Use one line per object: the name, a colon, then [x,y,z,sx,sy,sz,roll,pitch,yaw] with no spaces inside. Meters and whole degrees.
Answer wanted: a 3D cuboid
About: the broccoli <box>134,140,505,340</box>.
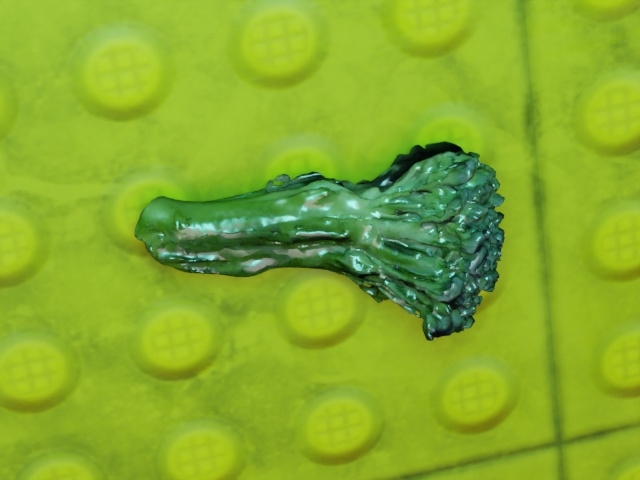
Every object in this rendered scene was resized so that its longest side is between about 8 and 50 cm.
broccoli: [0.000,-0.002,1.569,0.304,0.145,0.165,2,114,0]
